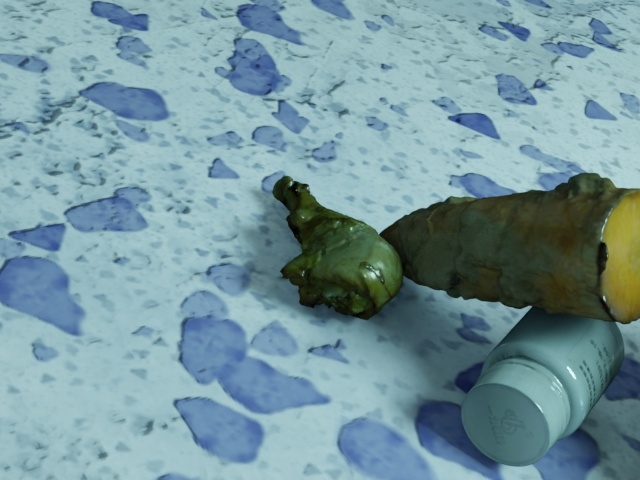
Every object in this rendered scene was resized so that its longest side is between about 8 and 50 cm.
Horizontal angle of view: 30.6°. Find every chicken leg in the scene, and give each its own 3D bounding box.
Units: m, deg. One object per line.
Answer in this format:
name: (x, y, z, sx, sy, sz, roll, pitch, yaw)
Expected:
chicken leg: (0.000, 0.000, 0.913, 0.093, 0.070, 0.178, -6, 35, -21)

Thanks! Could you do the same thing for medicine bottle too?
medicine bottle: (0.157, 0.099, 0.829, 0.080, 0.080, 0.130, 32, 39, 19)

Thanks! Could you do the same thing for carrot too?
carrot: (0.129, 0.007, 0.866, 0.102, 0.102, 0.263, -18, 13, -39)
